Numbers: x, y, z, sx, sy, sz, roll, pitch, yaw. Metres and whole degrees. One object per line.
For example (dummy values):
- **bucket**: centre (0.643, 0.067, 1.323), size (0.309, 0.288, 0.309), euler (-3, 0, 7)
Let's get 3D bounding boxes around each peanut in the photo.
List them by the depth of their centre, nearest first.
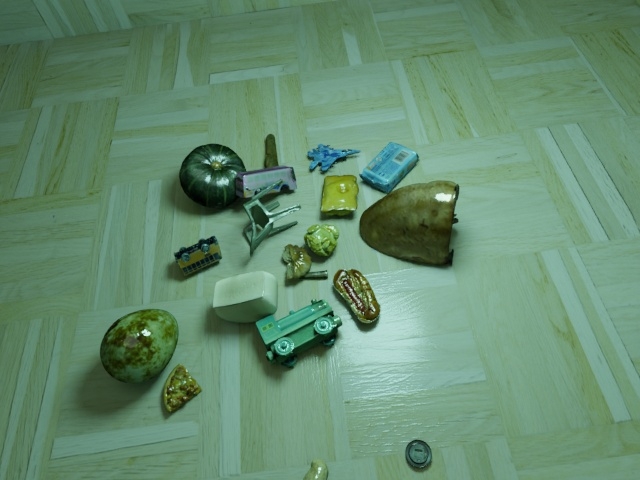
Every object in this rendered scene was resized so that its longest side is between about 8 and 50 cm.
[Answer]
- **peanut**: centre (-0.016, 0.766, 1.497), size (0.082, 0.082, 0.187), euler (-1, 54, 4)

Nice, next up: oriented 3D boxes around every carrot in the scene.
- **carrot**: centre (-0.233, -0.396, 2.326), size (0.070, 0.070, 0.342), euler (-9, 54, -1)

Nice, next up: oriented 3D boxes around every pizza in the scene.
- **pizza**: centre (-0.488, 0.513, 1.731), size (0.134, 0.046, 0.175), euler (-8, 55, 0)

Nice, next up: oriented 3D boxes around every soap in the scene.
- **soap**: centre (0.316, -0.336, 2.224), size (0.156, 0.077, 0.293), euler (33, 64, 25)

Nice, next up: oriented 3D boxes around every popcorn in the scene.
- **popcorn**: centre (0.000, 0.000, 1.991), size (0.162, 0.141, 0.136), euler (-10, 92, 23)

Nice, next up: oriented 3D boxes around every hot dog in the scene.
- **hot dog**: centre (0.141, 0.209, 1.870), size (0.131, 0.069, 0.253), euler (-23, 58, -12)

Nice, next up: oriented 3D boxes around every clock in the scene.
- **clock**: centre (0.311, 0.678, 1.562), size (0.085, 0.017, 0.085), euler (-3, 55, 4)

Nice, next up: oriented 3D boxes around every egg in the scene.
- **egg**: centre (-0.631, 0.362, 1.736), size (0.238, 0.238, 0.289), euler (19, 46, 17)

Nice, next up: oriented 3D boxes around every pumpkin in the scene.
- **pumpkin**: centre (-0.470, -0.283, 2.178), size (0.300, 0.207, 0.300), euler (6, 62, -11)

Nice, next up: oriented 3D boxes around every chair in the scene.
- **chair**: centre (-0.226, -0.084, 2.031), size (0.274, 0.203, 0.190), euler (-32, 70, -22)

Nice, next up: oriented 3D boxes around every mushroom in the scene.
- **mushroom**: centre (0.335, -0.089, 1.935), size (0.397, 0.314, 0.224), euler (8, 53, 17)

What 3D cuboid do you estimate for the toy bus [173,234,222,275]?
- **toy bus**: centre (-0.493, 0.062, 2.007), size (0.182, 0.103, 0.091), euler (-26, 28, -12)

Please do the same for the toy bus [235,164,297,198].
- **toy bus**: centre (-0.232, -0.254, 2.136), size (0.274, 0.112, 0.090), euler (-16, 25, -35)

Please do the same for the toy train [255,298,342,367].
- **toy train**: centre (-0.077, 0.323, 1.786), size (0.298, 0.120, 0.194), euler (-25, 52, -12)

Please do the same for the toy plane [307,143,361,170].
- **toy plane**: centre (0.065, -0.393, 2.290), size (0.246, 0.078, 0.169), euler (-5, 55, -6)

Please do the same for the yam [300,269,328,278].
- **yam**: centre (-0.035, 0.141, 1.959), size (0.129, 0.027, 0.033), euler (-7, 99, 5)

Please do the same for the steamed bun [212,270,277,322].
- **steamed bun**: centre (-0.269, 0.217, 1.840), size (0.241, 0.164, 0.146), euler (-15, 52, 18)

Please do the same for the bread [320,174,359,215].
- **bread**: centre (0.085, -0.194, 2.145), size (0.160, 0.088, 0.233), euler (5, 53, 2)

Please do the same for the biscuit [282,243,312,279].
- **biscuit**: centre (-0.094, 0.075, 1.976), size (0.118, 0.061, 0.183), euler (-8, 42, -7)
